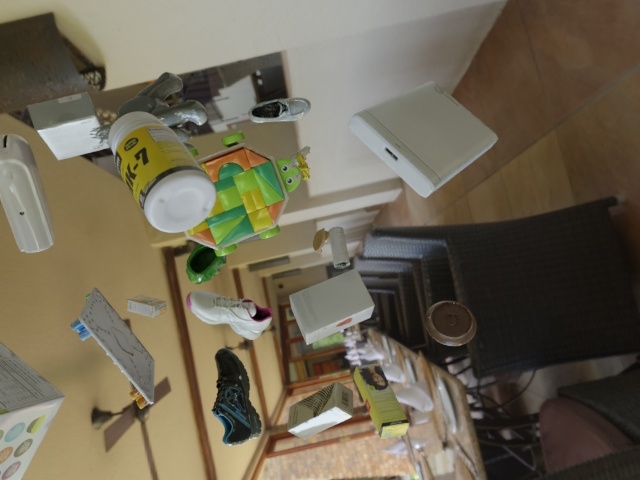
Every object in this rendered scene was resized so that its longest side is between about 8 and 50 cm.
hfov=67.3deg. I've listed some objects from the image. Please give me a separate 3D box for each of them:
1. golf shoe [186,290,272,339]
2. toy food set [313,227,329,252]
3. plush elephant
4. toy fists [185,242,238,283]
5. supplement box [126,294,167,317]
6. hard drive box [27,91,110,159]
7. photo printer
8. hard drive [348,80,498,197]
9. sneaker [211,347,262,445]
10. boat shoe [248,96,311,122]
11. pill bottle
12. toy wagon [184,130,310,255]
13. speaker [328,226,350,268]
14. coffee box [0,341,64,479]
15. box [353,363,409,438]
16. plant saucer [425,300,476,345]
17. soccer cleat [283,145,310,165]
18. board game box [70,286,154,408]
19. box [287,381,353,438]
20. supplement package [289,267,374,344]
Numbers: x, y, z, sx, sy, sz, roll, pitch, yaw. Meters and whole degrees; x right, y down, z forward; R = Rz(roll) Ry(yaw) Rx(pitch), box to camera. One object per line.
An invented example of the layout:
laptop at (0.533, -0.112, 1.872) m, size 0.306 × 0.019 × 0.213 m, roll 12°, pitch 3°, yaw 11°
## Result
golf shoe at (-0.299, 0.227, 1.623) m, size 0.306 × 0.140 × 0.115 m, roll 28°, pitch -143°, yaw -32°
toy food set at (0.000, 0.000, 1.582) m, size 0.082 × 0.020 × 0.084 m, roll 40°, pitch 113°, yaw 63°
plush elephant at (-0.495, -0.303, 1.480) m, size 0.272 × 0.329 × 0.256 m, roll 42°, pitch 158°, yaw 33°
toy fists at (-0.299, 0.007, 1.426) m, size 0.279 × 0.096 × 0.142 m, roll -58°, pitch -7°, yaw -17°
supplement box at (-0.512, 0.192, 1.419) m, size 0.062 × 0.098 × 0.036 m, roll -24°, pitch -57°, yaw -70°
hard drive box at (-0.814, -0.368, 1.576) m, size 0.089 × 0.180 × 0.232 m, roll 68°, pitch 162°, yaw 8°
photo printer at (-0.879, -0.154, 1.418) m, size 0.256 × 0.107 × 0.308 m, roll 43°, pitch 141°, yaw 50°
hard drive at (0.252, -0.251, 1.119) m, size 0.233 × 0.353 × 0.047 m, roll 45°, pitch 137°, yaw 11°
sneaker at (-0.324, 0.554, 1.719) m, size 0.125 × 0.139 × 0.341 m, roll -45°, pitch 63°, yaw 50°
boat shoe at (-0.141, -0.457, 1.694) m, size 0.081 × 0.227 × 0.080 m, roll -133°, pitch 33°, yaw -77°
pill bottle at (-0.272, -0.121, 0.811) m, size 0.208 × 0.119 × 0.119 m, roll 48°, pitch 164°, yaw 31°
toy wagon at (-0.186, -0.126, 1.178) m, size 0.068 × 0.344 × 0.268 m, roll -131°, pitch 20°, yaw -73°
speaker at (0.063, 0.025, 1.637) m, size 0.055 × 0.055 × 0.136 m, roll 78°, pitch -179°, yaw -64°
coffee box at (-0.903, 0.443, 1.124) m, size 0.338 × 0.338 × 0.334 m, roll -60°, pitch -15°, yaw 3°
box at (0.179, 0.479, 1.457) m, size 0.232 × 0.087 × 0.058 m, roll -118°, pitch 32°, yaw -51°
plant saucer at (0.434, 0.267, 1.599) m, size 0.029 × 0.168 × 0.169 m, roll 82°, pitch 176°, yaw -53°
soccer cleat at (-0.123, -0.356, 2.144) m, size 0.076 × 0.196 × 0.068 m, roll 42°, pitch 176°, yaw -16°
board game box at (-0.742, 0.381, 1.755) m, size 0.390 × 0.050 × 0.390 m, roll 59°, pitch 169°, yaw -18°
box at (-0.002, 0.653, 1.844) m, size 0.094 × 0.275 × 0.113 m, roll 37°, pitch -148°, yaw -25°
supplement package at (0.044, 0.266, 1.924) m, size 0.178 × 0.292 × 0.176 m, roll 89°, pitch 157°, yaw -65°
